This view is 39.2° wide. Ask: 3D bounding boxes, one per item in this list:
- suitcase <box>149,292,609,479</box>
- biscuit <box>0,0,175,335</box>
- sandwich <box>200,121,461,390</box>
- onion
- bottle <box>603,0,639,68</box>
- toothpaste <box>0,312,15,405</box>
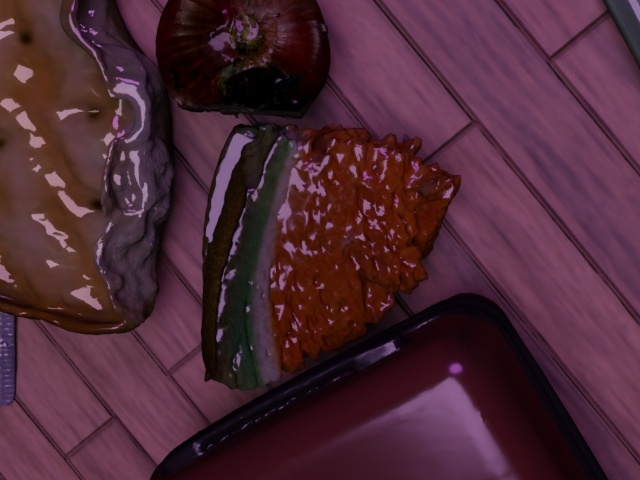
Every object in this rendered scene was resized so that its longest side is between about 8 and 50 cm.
[{"bbox_3d":[0.039,0.193,0.612,0.297,0.161,0.236,-31,91,18],"label":"suitcase"},{"bbox_3d":[-0.213,-0.110,0.663,0.329,0.078,0.335,34,106,8],"label":"biscuit"},{"bbox_3d":[-0.003,0.009,0.624,0.160,0.109,0.185,8,101,-8],"label":"sandwich"},{"bbox_3d":[-0.051,-0.134,0.604,0.117,0.118,0.119,-2,102,-20],"label":"onion"},{"bbox_3d":[0.210,-0.133,0.576,0.030,0.030,0.083,-28,94,17],"label":"bottle"},{"bbox_3d":[-0.400,0.070,0.748,0.299,0.073,0.114,6,102,4],"label":"toothpaste"}]
